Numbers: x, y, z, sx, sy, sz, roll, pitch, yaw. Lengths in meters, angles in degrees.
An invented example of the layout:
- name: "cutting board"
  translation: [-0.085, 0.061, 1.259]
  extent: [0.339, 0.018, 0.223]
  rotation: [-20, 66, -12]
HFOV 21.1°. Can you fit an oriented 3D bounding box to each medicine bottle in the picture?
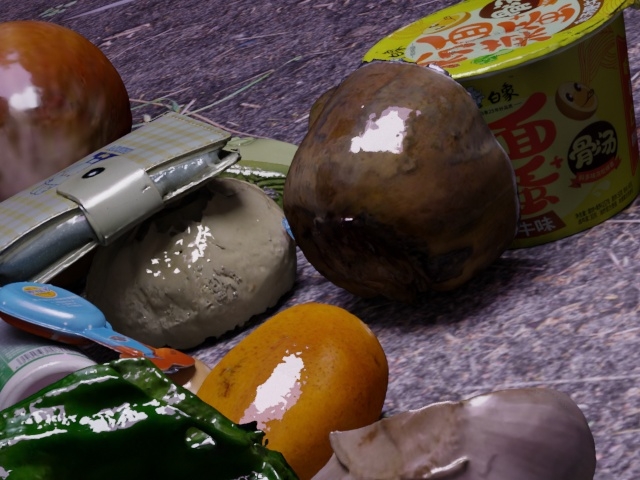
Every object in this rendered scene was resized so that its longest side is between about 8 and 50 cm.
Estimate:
- name: "medicine bottle"
  translation: [-0.297, 0.148, 1.750]
  extent: [0.133, 0.133, 0.274]
  rotation: [-25, 22, -16]

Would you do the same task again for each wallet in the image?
- name: "wallet"
  translation: [-0.253, -0.045, 1.897]
  extent: [0.309, 0.077, 0.223]
  rotation: [-32, 18, -20]

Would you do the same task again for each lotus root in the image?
- name: "lotus root"
  translation: [0.069, -0.037, 1.786]
  extent: [0.272, 0.272, 0.192]
  rotation: [-2, 37, 38]

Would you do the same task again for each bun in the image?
- name: "bun"
  translation: [-0.155, 0.015, 1.950]
  extent: [0.259, 0.152, 0.259]
  rotation: [-15, 18, 5]

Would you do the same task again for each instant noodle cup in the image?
- name: "instant noodle cup"
  translation: [0.223, -0.139, 1.912]
  extent: [0.311, 0.221, 0.311]
  rotation: [-17, 21, 7]

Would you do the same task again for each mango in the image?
- name: "mango"
  translation: [-0.036, 0.159, 1.504]
  extent: [0.154, 0.126, 0.252]
  rotation: [17, 45, 27]

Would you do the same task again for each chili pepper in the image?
- name: "chili pepper"
  translation: [-0.198, 0.221, 1.347]
  extent: [0.385, 0.213, 0.167]
  rotation: [-13, 16, 8]

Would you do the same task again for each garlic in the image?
- name: "garlic"
  translation: [0.105, 0.206, 1.259]
  extent: [0.229, 0.178, 0.142]
  rotation: [-33, 49, 13]

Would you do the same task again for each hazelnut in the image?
- name: "hazelnut"
  translation: [-0.387, -0.100, 2.168]
  extent: [0.315, 0.372, 0.372]
  rotation: [-10, 18, -13]

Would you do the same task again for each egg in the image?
- name: "egg"
  translation: [-0.133, 0.153, 1.666]
  extent: [0.080, 0.080, 0.096]
  rotation: [-22, 14, -8]

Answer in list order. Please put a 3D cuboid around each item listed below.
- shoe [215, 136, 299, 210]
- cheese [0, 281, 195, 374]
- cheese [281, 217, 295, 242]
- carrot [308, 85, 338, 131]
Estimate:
- name: "shoe"
  translation: [-0.110, -0.053, 2.101]
  extent: [0.262, 0.140, 0.128]
  rotation: [5, 20, 12]
- name: "cheese"
  translation: [-0.231, 0.086, 1.679]
  extent: [0.256, 0.037, 0.106]
  rotation: [21, 16, 34]
- name: "cheese"
  translation: [0.001, 0.000, 1.930]
  extent: [0.017, 0.111, 0.047]
  rotation: [-42, 37, 34]
- name: "carrot"
  translation: [0.133, -0.160, 2.183]
  extent: [0.302, 0.138, 0.138]
  rotation: [-13, 21, 16]
